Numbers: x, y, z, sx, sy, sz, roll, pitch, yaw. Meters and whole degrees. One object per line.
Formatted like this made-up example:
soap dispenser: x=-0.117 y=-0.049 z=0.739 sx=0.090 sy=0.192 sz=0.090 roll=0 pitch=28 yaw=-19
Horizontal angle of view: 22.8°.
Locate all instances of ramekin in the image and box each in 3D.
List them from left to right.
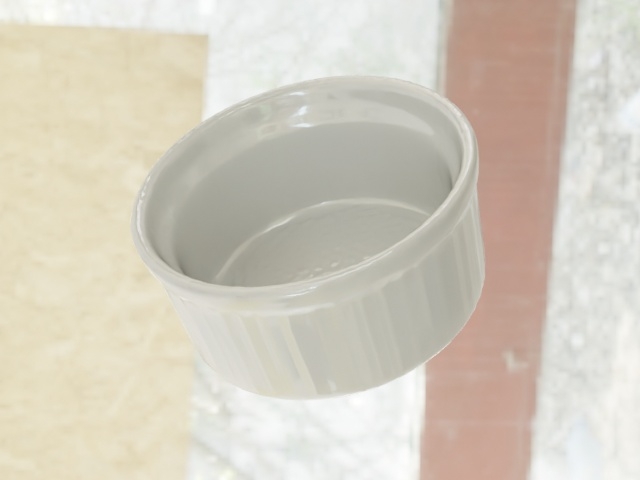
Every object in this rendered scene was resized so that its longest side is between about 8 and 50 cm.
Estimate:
ramekin: x=0.000 y=0.000 z=1.269 sx=0.277 sy=0.277 sz=0.135 roll=-93 pitch=-12 yaw=-53
